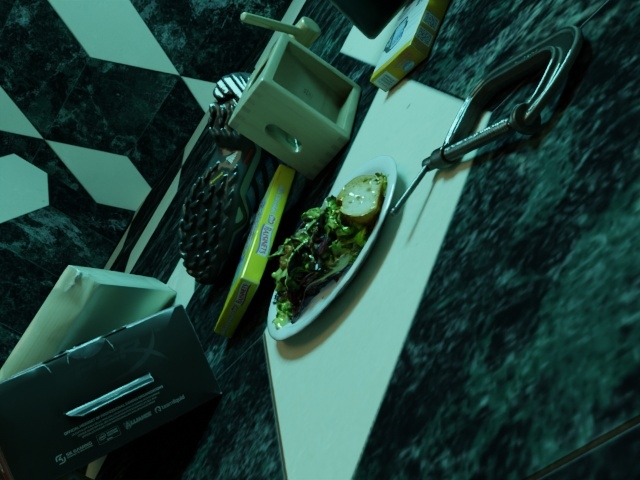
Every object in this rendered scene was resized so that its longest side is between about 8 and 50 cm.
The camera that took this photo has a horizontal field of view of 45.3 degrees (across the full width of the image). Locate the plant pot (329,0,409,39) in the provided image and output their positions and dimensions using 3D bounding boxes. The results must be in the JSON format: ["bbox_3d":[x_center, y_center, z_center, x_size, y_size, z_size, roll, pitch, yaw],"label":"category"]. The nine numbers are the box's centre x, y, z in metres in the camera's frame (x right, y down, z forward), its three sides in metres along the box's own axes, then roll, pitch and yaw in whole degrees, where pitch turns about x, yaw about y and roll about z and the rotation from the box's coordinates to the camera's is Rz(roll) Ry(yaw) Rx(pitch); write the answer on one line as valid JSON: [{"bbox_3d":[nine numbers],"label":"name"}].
[{"bbox_3d":[0.100,-0.418,1.000,0.165,0.166,0.234,-38,13,49],"label":"plant pot"}]

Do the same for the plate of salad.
[{"bbox_3d":[0.000,0.000,0.707,0.200,0.048,0.200,-50,18,23],"label":"plate of salad"}]

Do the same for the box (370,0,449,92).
[{"bbox_3d":[0.108,-0.242,0.885,0.081,0.028,0.136,-34,26,54],"label":"box"}]

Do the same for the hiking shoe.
[{"bbox_3d":[-0.103,-0.078,1.088,0.113,0.132,0.304,25,101,41],"label":"hiking shoe"}]

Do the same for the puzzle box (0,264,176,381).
[{"bbox_3d":[-0.356,0.171,1.159,0.272,0.052,0.409,-57,-6,-3],"label":"puzzle box"}]

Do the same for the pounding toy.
[{"bbox_3d":[-0.047,-0.205,0.989,0.094,0.181,0.206,-45,20,37],"label":"pounding toy"}]

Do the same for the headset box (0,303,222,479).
[{"bbox_3d":[-0.256,0.175,0.834,0.218,0.110,0.293,-23,-3,-32],"label":"headset box"}]

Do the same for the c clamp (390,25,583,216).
[{"bbox_3d":[0.125,-0.087,0.562,0.137,0.022,0.161,-59,14,-25],"label":"c clamp"}]

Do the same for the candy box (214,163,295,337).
[{"bbox_3d":[-0.076,0.008,0.917,0.105,0.027,0.206,-57,12,41],"label":"candy box"}]

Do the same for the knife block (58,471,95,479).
[{"bbox_3d":[-0.308,0.371,0.841,0.242,0.088,0.275,-47,19,34],"label":"knife block"}]
